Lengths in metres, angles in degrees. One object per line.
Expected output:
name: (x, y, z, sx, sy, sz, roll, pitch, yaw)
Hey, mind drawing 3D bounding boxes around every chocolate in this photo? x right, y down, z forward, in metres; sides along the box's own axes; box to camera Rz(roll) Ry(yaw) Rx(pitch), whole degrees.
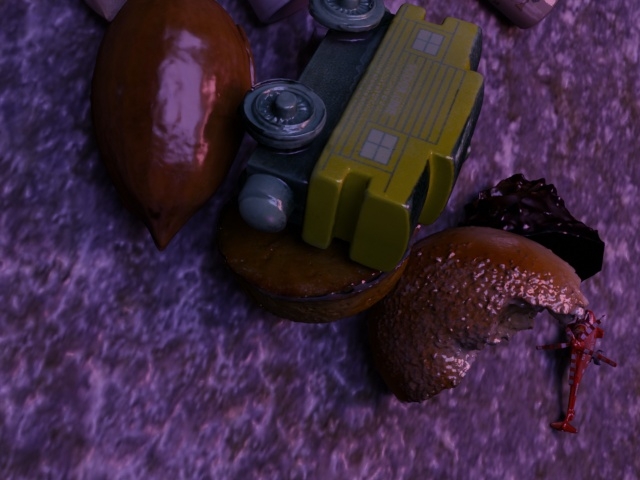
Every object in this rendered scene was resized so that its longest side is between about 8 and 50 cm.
chocolate: (0.302, -0.035, 1.275, 0.224, 0.206, 0.177, -11, 60, 9)

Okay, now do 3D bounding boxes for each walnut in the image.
walnut: (-0.190, -0.153, 1.035, 0.208, 0.209, 0.337, 9, 77, -26)

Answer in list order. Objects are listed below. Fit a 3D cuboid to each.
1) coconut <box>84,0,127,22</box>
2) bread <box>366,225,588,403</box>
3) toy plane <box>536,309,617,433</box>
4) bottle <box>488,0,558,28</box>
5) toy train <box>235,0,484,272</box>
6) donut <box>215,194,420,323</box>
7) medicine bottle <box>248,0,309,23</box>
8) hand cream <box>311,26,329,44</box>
coconut: (-0.261, -0.339, 1.080, 0.110, 0.110, 0.125, 13, 72, -25)
bread: (0.184, 0.084, 1.130, 0.192, 0.314, 0.171, 59, 25, 0)
toy plane: (0.428, 0.212, 1.346, 0.077, 0.126, 0.194, 2, 77, -55)
bottle: (0.295, -0.467, 1.390, 0.233, 0.110, 0.110, 34, 67, -19)
toy train: (0.064, -0.159, 1.068, 0.272, 0.179, 0.442, 20, 52, 7)
donut: (0.000, 0.000, 1.105, 0.271, 0.107, 0.272, -1, 51, 2)
medicine bottle: (-0.084, -0.445, 1.177, 0.139, 0.139, 0.237, -31, 95, -28)
hand cream: (0.101, -0.283, 1.295, 0.256, 0.050, 0.084, 18, 70, -27)
